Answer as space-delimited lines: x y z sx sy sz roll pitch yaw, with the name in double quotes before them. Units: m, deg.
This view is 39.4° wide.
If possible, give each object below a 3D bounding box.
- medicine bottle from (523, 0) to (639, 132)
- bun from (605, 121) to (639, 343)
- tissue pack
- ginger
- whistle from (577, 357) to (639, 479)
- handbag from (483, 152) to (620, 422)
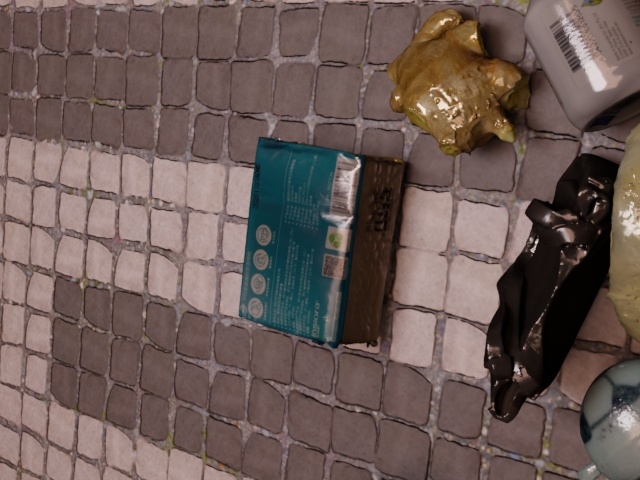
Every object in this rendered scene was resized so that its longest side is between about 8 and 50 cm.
"medicine bottle" 0.306 -0.245 1.018 0.135 0.135 0.215 -31 75 33
"bun" 0.391 -0.017 0.899 0.152 0.259 0.259 10 99 36
"tissue pack" 0.000 0.000 1.256 0.192 0.134 0.271 15 102 35
"ginger" 0.177 -0.190 1.138 0.157 0.102 0.216 -41 62 2
"whistle" 0.385 0.181 0.975 0.163 0.163 0.290 51 120 22
"handbag" 0.258 0.046 1.001 0.113 0.257 0.285 26 107 13
